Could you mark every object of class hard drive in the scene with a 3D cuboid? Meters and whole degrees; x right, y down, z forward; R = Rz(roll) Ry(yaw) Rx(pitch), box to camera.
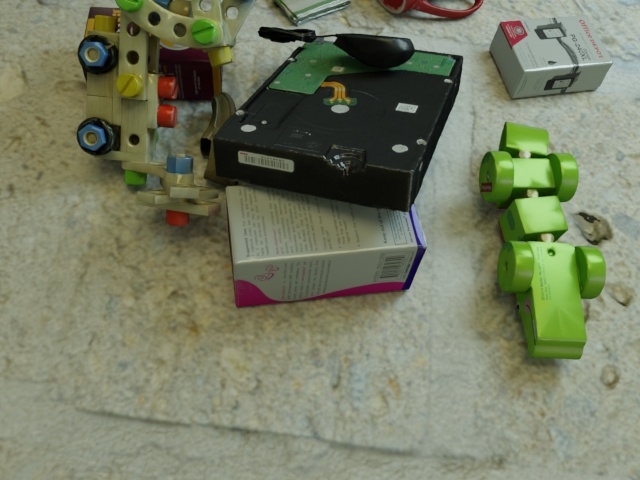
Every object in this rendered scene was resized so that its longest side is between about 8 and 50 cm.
[{"bbox_3d":[0.039,-0.164,0.885,0.236,0.064,0.339,11,39,14],"label":"hard drive"}]

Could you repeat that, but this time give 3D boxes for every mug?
[{"bbox_3d":[0.184,-0.433,1.115,0.169,0.113,0.150,-31,65,-18],"label":"mug"}]

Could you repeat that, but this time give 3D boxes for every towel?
[{"bbox_3d":[-0.035,-0.418,1.136,0.113,0.023,0.152,-26,63,-22],"label":"towel"}]

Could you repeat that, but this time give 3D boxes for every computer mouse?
[{"bbox_3d":[0.016,-0.264,0.942,0.242,0.041,0.071,16,23,31],"label":"computer mouse"}]

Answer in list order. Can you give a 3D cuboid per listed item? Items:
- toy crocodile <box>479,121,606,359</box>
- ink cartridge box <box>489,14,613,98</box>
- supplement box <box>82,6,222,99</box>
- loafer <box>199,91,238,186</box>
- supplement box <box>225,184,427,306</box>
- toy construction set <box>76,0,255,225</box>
[{"bbox_3d":[0.273,-0.011,0.885,0.115,0.105,0.341,-1,64,-7],"label":"toy crocodile"},{"bbox_3d":[0.355,-0.286,1.069,0.150,0.063,0.109,-8,60,-10],"label":"ink cartridge box"},{"bbox_3d":[-0.234,-0.266,0.985,0.188,0.081,0.104,0,59,-5],"label":"supplement box"},{"bbox_3d":[-0.139,-0.140,0.935,0.050,0.056,0.148,-2,59,-14],"label":"loafer"},{"bbox_3d":[0.000,0.000,0.834,0.220,0.111,0.114,-6,60,-10],"label":"supplement box"},{"bbox_3d":[-0.193,-0.183,0.868,0.215,0.151,0.328,6,89,1],"label":"toy construction set"}]
